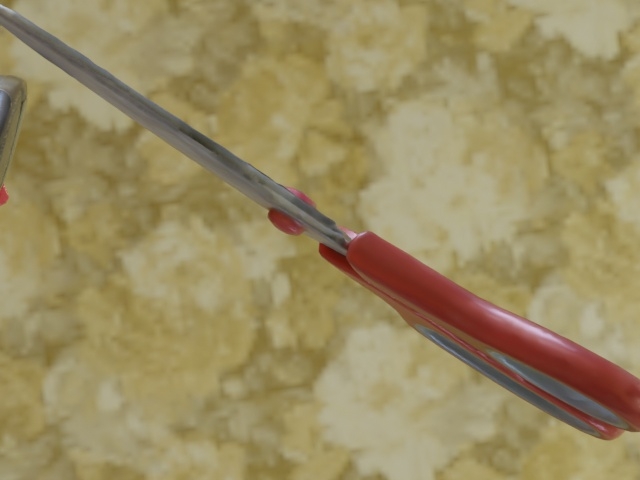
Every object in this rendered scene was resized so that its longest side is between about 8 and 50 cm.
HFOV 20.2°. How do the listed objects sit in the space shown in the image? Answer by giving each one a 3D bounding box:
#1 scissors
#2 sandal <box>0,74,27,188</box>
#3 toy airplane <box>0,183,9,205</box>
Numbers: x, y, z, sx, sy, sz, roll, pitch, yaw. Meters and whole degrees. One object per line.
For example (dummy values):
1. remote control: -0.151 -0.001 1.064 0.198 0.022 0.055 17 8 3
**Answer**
1. scissors: 0.000 0.000 0.670 0.021 0.297 0.109 -61 -170 -6
2. sandal: -0.187 0.023 0.732 0.219 0.060 0.090 -57 -169 3
3. toy airplane: -0.229 -0.040 1.006 0.028 0.151 0.151 -115 -164 -48
